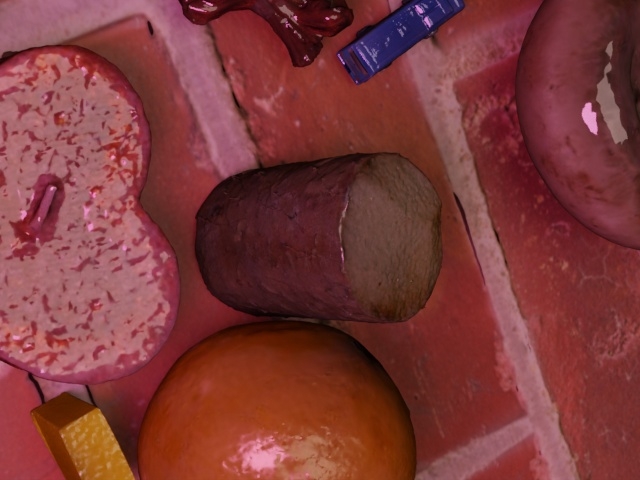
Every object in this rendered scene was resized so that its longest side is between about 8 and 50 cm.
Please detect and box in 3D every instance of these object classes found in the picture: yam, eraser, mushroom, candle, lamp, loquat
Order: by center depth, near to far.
[{"bbox_3d":[-0.276,-0.018,1.070,0.287,0.131,0.317,-10,95,-22],"label":"candle"},{"bbox_3d":[-0.222,0.199,1.104,0.045,0.122,0.097,-30,105,-23],"label":"eraser"},{"bbox_3d":[-0.041,0.204,1.117,0.263,0.263,0.263,-1,92,-25],"label":"loquat"},{"bbox_3d":[0.000,0.000,1.136,0.161,0.268,0.161,2,87,-35],"label":"yam"},{"bbox_3d":[-0.047,-0.312,1.168,0.215,0.151,0.223,16,128,-20],"label":"lamp"},{"bbox_3d":[0.399,-0.163,1.290,0.362,0.294,0.362,0,90,-26],"label":"mushroom"}]

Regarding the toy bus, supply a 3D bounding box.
[{"bbox_3d":[0.090,-0.228,1.270,0.153,0.061,0.051,-38,102,-18],"label":"toy bus"}]
